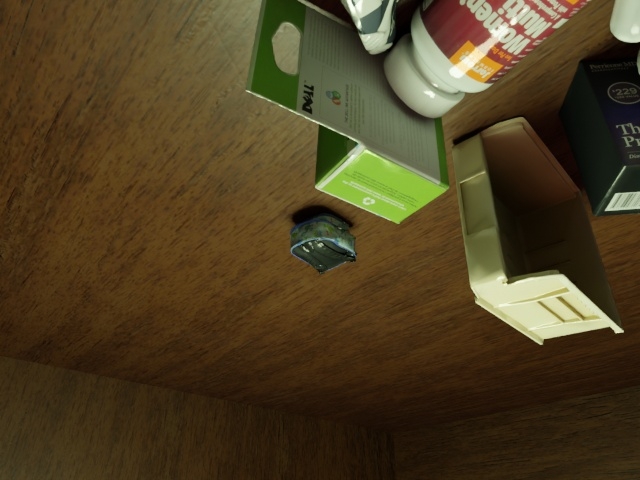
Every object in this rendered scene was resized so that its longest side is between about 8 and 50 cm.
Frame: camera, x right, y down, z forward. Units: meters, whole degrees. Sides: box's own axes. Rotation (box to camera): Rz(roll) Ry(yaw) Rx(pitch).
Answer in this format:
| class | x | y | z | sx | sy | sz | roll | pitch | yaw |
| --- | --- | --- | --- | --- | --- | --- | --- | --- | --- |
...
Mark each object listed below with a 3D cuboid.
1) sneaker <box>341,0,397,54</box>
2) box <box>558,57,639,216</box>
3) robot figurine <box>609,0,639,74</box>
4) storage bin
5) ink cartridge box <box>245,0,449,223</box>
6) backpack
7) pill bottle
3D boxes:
| class | x | y | z | sx | sy | sz | roll | pitch | yaw |
| --- | --- | --- | --- | --- | --- | --- | --- | --- | --- |
| sneaker | 0.080 | -0.285 | 0.454 | 0.153 | 0.094 | 0.235 | -26 | 155 | 12 |
| box | 0.467 | -0.137 | 0.598 | 0.262 | 0.184 | 0.103 | -3 | 145 | 6 |
| robot figurine | 0.405 | -0.235 | 0.392 | 0.300 | 0.199 | 0.353 | -2 | 131 | 3 |
| storage bin | 0.321 | -0.009 | 0.733 | 0.123 | 0.262 | 0.260 | -24 | 140 | 37 |
| ink cartridge box | 0.021 | -0.157 | 0.574 | 0.255 | 0.188 | 0.097 | 20 | 145 | -25 |
| backpack | 0.000 | 0.000 | 0.915 | 0.105 | 0.084 | 0.114 | -24 | 145 | 32 |
| pill bottle | 0.174 | -0.237 | 0.505 | 0.121 | 0.121 | 0.221 | 19 | 143 | -26 |
